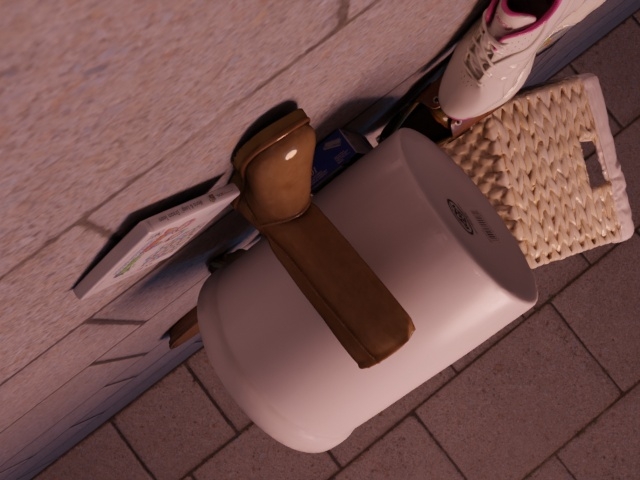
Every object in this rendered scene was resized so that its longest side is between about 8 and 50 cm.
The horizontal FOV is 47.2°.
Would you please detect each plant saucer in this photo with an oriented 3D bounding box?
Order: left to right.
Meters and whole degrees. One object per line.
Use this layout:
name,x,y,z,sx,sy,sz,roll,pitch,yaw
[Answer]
plant saucer,-0.272,0.173,1.834,0.278,0.041,0.278,-38,177,-3

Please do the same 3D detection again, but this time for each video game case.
video game case,-0.177,0.001,0.795,0.157,0.019,0.143,-37,177,39

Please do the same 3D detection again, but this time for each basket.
basket,0.374,-0.120,1.436,0.266,0.328,0.331,-20,-172,-24

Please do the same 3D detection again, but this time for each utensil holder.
utensil holder,0.066,0.071,1.069,0.385,0.328,0.327,-39,176,24

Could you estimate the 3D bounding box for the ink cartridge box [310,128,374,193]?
ink cartridge box,0.024,-0.118,1.111,0.097,0.046,0.207,-38,177,13

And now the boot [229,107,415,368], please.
boot,0.014,0.007,0.813,0.089,0.269,0.236,-37,176,-18

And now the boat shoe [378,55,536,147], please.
boat shoe,0.209,-0.208,1.147,0.307,0.110,0.104,-42,-174,42

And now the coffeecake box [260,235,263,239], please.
coffeecake box,0.000,0.000,1.408,0.185,0.068,0.142,8,149,-29

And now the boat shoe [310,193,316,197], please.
boat shoe,0.018,-0.102,1.340,0.100,0.035,0.035,-29,176,-22

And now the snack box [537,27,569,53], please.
snack box,0.414,-0.376,1.345,0.141,0.037,0.100,-36,175,-33

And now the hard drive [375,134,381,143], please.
hard drive,0.169,-0.225,1.355,0.135,0.022,0.094,-40,176,24

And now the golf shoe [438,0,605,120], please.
golf shoe,0.238,-0.273,0.956,0.140,0.115,0.306,-19,157,-45

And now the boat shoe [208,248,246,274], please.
boat shoe,-0.156,0.044,1.306,0.072,0.068,0.190,-50,-172,-11
